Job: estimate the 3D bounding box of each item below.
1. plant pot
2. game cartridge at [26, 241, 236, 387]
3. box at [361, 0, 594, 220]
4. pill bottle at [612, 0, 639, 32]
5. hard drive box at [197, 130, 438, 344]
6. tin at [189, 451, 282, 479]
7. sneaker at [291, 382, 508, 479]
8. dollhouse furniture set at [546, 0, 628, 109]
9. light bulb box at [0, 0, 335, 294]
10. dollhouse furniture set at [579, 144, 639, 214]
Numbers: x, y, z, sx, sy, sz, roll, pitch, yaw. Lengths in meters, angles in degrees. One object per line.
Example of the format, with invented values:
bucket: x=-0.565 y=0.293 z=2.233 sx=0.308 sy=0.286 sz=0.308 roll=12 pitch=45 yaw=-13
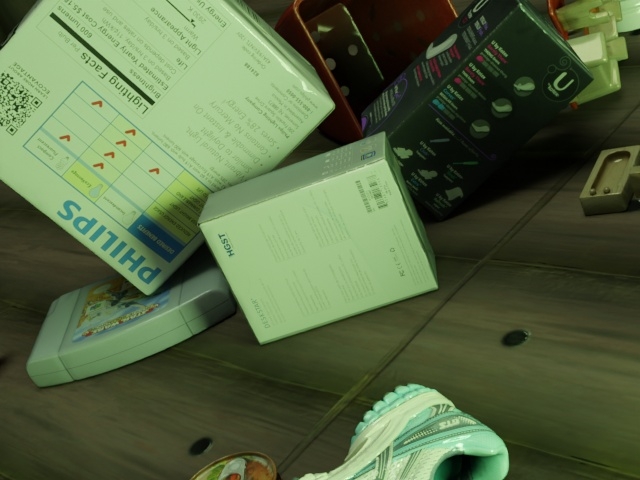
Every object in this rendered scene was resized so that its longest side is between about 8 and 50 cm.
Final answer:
plant pot: x=0.066 y=-0.321 z=1.661 sx=0.267 sy=0.267 sz=0.236 roll=-35 pitch=15 yaw=-22
game cartridge: x=-0.258 y=0.098 z=1.345 sx=0.297 sy=0.062 sz=0.198 roll=-21 pitch=21 yaw=7
box: x=0.196 y=-0.186 z=1.274 sx=0.270 sy=0.143 sz=0.165 roll=-44 pitch=20 yaw=21
pill bottle: x=0.478 y=-0.469 z=1.568 sx=0.136 sy=0.245 sz=0.136 roll=-20 pitch=25 yaw=10
hard drive box: x=0.000 y=0.000 z=1.151 sx=0.232 sy=0.181 sz=0.089 roll=-18 pitch=25 yaw=12
tin: x=-0.090 y=0.267 z=0.877 sx=0.106 sy=0.040 sz=0.189 roll=-12 pitch=27 yaw=16
sneaker: x=0.041 y=0.228 z=0.757 sx=0.122 sy=0.110 sz=0.283 roll=18 pitch=51 yaw=40
dollhouse furniture set: x=0.349 y=-0.326 z=1.426 sx=0.135 sy=0.262 sz=0.259 roll=-14 pitch=58 yaw=27
light bulb box: x=-0.239 y=-0.193 z=1.302 sx=0.361 sy=0.358 sz=0.225 roll=-44 pitch=21 yaw=11
dollhouse furniture set: x=0.379 y=-0.125 z=1.122 sx=0.151 sy=0.123 sz=0.144 roll=-6 pitch=31 yaw=35
